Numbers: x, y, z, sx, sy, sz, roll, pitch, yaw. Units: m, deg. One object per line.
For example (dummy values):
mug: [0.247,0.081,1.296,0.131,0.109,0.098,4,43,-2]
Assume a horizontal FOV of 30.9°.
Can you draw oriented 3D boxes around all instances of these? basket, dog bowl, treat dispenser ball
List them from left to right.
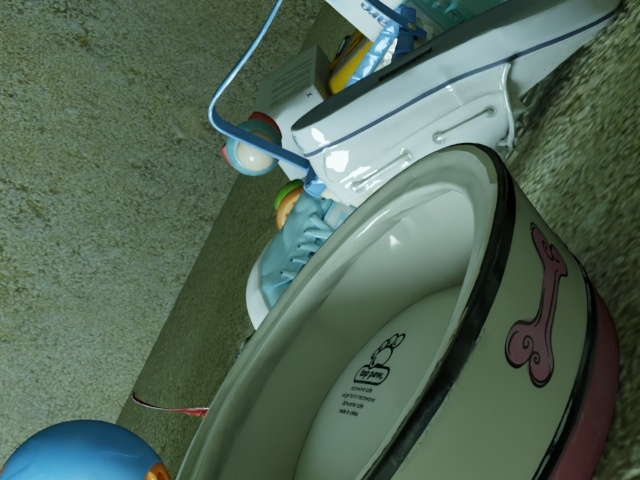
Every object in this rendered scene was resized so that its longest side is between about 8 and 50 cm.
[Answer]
treat dispenser ball: [-0.367,0.422,1.792,0.288,0.288,0.288,-58,12,19]
basket: [0.037,-0.171,1.407,0.255,0.289,0.201,-50,20,33]
dog bowl: [0.051,0.133,0.865,0.408,0.150,0.408,-50,15,18]

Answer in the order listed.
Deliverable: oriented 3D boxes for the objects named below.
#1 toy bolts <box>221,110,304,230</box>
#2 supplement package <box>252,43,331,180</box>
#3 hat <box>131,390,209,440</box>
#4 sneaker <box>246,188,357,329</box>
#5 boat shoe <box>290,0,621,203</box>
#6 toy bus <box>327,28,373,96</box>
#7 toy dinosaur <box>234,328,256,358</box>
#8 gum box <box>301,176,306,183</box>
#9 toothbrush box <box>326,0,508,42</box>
toy bolts: [-0.033,-0.120,1.802,0.218,0.228,0.158,-52,12,6]
supplement package: [-0.027,-0.231,2.066,0.134,0.139,0.244,-31,21,15]
hat: [-0.149,0.241,1.508,0.208,0.183,0.173,-53,14,37]
sneaker: [0.000,0.000,1.568,0.150,0.135,0.366,-57,12,37]
boat shoe: [0.159,-0.135,1.204,0.367,0.156,0.136,-27,17,15]
toy bus: [0.105,-0.305,1.918,0.130,0.108,0.332,-67,13,-20]
toy dinosaur: [-0.067,0.135,1.741,0.268,0.064,0.118,-51,8,29]
gum box: [-0.011,-0.095,2.093,0.157,0.041,0.184,-56,13,25]
toothbrush box: [0.150,-0.370,1.442,0.295,0.216,0.126,-28,29,48]
